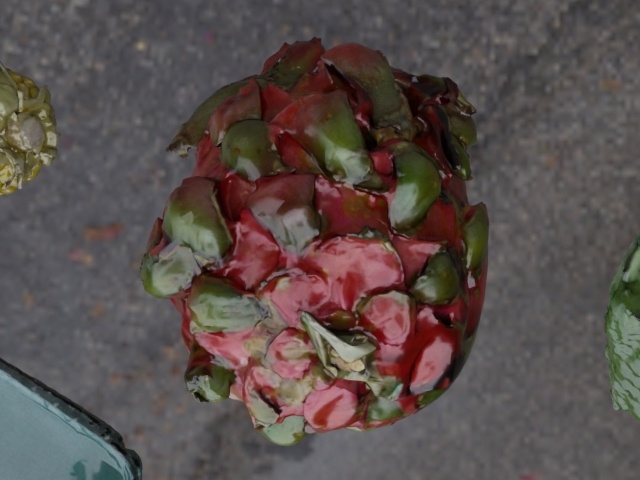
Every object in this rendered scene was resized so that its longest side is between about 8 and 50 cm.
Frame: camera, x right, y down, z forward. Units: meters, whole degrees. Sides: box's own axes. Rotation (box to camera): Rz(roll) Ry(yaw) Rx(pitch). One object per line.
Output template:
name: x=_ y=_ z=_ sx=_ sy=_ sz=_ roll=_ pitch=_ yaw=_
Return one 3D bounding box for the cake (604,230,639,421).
cake: x=0.236 y=0.068 z=0.739 sx=0.235 sy=0.100 sz=0.099 roll=30 pitch=156 yaw=15

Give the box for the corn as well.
corn: x=-0.293 y=-0.081 z=1.178 sx=0.260 sy=0.091 sz=0.091 roll=8 pitch=160 yaw=33

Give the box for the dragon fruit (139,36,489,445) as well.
dragon fruit: x=0.000 y=-0.007 z=1.164 sx=0.231 sy=0.303 sz=0.237 roll=-1 pitch=143 yaw=8

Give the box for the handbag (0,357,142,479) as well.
handbag: x=-0.299 y=0.205 z=1.264 sx=0.268 sy=0.274 sz=0.100 roll=31 pitch=175 yaw=-1
